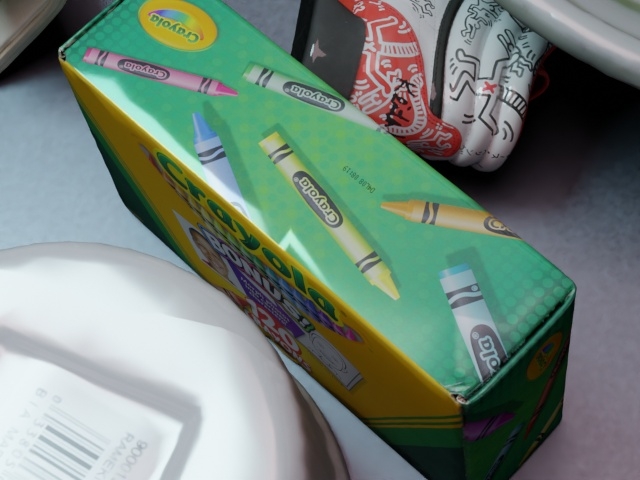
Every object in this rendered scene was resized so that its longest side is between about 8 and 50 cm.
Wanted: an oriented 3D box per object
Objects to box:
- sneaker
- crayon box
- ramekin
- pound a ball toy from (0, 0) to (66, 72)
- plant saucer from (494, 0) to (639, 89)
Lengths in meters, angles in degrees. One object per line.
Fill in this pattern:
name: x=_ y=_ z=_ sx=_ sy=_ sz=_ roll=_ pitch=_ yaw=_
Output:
sneaker: x=0.067 y=-0.153 z=0.928 sx=0.145 sy=0.090 sz=0.270 roll=17 pitch=50 yaw=-9
crayon box: x=0.000 y=0.000 z=0.807 sx=0.081 sy=0.165 sz=0.278 roll=-43 pitch=67 yaw=-15
ramekin: x=-0.123 y=0.135 z=0.770 sx=0.277 sy=0.135 sz=0.277 roll=-3 pitch=63 yaw=5
pound a ball toy: x=-0.216 y=-0.236 z=0.947 sx=0.208 sy=0.135 sz=0.319 roll=-39 pitch=60 yaw=26
plant saucer: x=0.226 y=-0.208 z=0.899 sx=0.400 sy=0.100 sz=0.400 roll=4 pitch=57 yaw=-6
